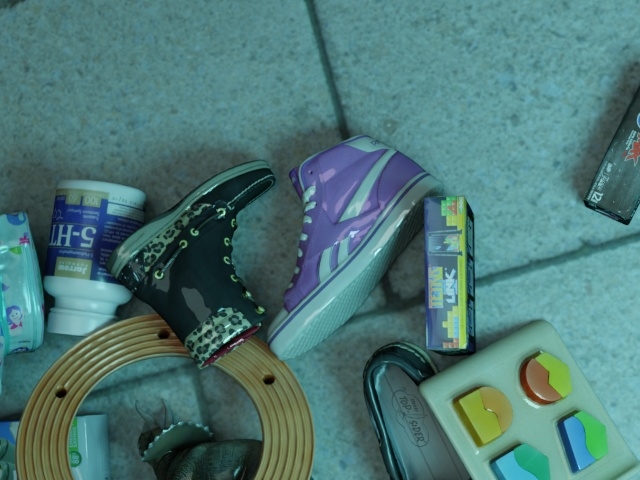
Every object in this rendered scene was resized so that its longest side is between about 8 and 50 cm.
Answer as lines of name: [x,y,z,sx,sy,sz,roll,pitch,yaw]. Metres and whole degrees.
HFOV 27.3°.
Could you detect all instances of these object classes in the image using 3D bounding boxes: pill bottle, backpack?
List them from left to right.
backpack: [-0.431,0.078,1.580,0.191,0.225,0.253,-1,80,-18]
pill bottle: [-0.279,0.025,1.611,0.112,0.112,0.186,5,83,13]

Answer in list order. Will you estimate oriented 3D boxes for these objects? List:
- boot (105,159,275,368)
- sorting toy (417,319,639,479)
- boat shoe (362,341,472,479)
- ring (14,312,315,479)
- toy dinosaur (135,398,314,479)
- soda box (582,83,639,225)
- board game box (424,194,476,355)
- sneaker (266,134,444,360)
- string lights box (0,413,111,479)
boot: [-0.111,0.026,1.562,0.236,0.085,0.178,-35,75,-22]
sorting toy: [0.236,0.205,1.462,0.193,0.038,0.208,-25,73,-27]
boat shoe: [0.142,0.268,1.483,0.127,0.113,0.340,-23,78,9]
ring: [-0.174,0.231,1.494,0.337,0.032,0.336,2,57,-2]
toy dinosaur: [-0.096,0.292,1.532,0.314,0.121,0.160,9,91,16]
soda box: [0.365,-0.106,1.515,0.060,0.053,0.168,26,89,14]
board game box: [0.148,0.044,1.499,0.048,0.141,0.170,-2,81,12]
sneaker: [0.000,0.000,1.566,0.161,0.102,0.282,37,81,18]
string lights box: [-0.392,0.289,1.618,0.260,0.077,0.133,-6,82,12]
